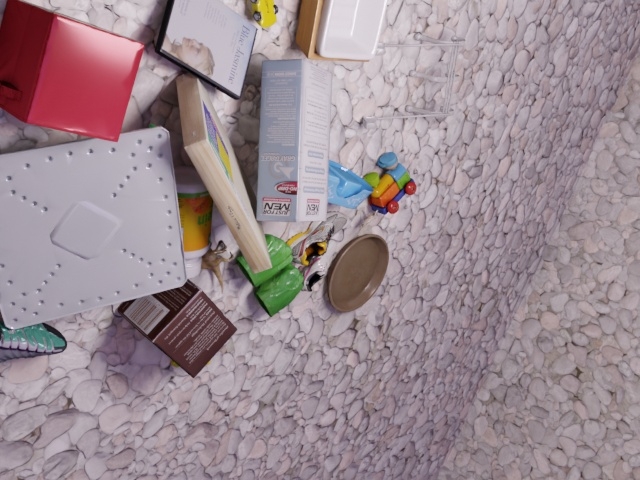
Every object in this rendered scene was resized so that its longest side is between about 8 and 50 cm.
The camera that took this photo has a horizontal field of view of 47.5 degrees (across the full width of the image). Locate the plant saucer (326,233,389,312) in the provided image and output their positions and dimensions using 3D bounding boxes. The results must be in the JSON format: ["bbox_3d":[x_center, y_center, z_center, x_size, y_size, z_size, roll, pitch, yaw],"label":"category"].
[{"bbox_3d":[0.116,0.102,2.354,0.278,0.041,0.277,-26,130,-36],"label":"plant saucer"}]

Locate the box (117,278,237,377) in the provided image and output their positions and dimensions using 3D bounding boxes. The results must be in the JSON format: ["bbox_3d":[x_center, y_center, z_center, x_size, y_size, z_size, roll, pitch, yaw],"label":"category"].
[{"bbox_3d":[-0.349,0.195,1.791,0.167,0.168,0.203,-49,141,-14],"label":"box"}]

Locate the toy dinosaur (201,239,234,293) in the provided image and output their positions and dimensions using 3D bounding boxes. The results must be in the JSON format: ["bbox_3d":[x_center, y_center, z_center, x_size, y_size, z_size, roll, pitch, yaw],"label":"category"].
[{"bbox_3d":[-0.276,0.049,1.890,0.093,0.053,0.183,-35,130,-6],"label":"toy dinosaur"}]

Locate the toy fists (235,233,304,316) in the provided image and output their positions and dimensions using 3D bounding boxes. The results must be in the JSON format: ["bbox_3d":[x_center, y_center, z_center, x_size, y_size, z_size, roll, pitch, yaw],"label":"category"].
[{"bbox_3d":[-0.134,0.088,2.027,0.142,0.096,0.279,-36,138,-14],"label":"toy fists"}]

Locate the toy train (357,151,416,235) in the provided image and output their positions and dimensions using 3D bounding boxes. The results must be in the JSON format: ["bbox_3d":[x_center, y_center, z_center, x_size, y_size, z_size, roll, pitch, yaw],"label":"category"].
[{"bbox_3d":[0.172,-0.145,2.219,0.248,0.105,0.143,-45,129,-18],"label":"toy train"}]

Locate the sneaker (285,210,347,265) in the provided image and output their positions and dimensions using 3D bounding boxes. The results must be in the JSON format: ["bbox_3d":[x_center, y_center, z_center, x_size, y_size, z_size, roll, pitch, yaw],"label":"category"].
[{"bbox_3d":[0.000,0.000,2.117,0.225,0.093,0.088,-41,138,-24],"label":"sneaker"}]

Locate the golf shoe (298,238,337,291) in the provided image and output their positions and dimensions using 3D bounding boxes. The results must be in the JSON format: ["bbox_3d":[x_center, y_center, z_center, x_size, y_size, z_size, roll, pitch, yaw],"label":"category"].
[{"bbox_3d":[-0.002,0.078,2.171,0.186,0.086,0.067,-52,140,-13],"label":"golf shoe"}]

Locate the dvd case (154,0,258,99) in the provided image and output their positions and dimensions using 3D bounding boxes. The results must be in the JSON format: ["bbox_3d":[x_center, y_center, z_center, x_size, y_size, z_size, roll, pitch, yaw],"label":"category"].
[{"bbox_3d":[-0.242,-0.438,1.584,0.253,0.022,0.180,23,76,-52],"label":"dvd case"}]

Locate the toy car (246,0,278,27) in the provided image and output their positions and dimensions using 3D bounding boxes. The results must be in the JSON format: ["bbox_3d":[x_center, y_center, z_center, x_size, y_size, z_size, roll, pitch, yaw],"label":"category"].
[{"bbox_3d":[-0.161,-0.605,1.588,0.225,0.053,0.238,1,112,-48],"label":"toy car"}]

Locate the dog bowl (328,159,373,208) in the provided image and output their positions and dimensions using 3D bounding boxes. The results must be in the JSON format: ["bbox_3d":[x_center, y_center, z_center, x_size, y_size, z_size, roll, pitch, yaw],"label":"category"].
[{"bbox_3d":[0.018,-0.163,1.988,0.297,0.166,0.074,13,115,-51],"label":"dog bowl"}]

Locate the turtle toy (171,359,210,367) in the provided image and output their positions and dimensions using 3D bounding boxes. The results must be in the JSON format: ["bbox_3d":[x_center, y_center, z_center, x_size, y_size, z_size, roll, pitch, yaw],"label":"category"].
[{"bbox_3d":[-0.338,0.299,1.945,0.130,0.095,0.066,-19,105,-41],"label":"turtle toy"}]

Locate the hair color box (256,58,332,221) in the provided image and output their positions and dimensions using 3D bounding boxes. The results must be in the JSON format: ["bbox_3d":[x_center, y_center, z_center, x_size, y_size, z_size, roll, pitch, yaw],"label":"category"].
[{"bbox_3d":[-0.060,-0.232,1.758,0.185,0.114,0.374,-5,97,-67],"label":"hair color box"}]

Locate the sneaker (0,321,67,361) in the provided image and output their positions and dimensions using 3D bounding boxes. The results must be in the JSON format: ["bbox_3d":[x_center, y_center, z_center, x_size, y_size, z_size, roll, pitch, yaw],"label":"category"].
[{"bbox_3d":[-0.662,0.225,1.559,0.224,0.083,0.098,18,120,-47],"label":"sneaker"}]

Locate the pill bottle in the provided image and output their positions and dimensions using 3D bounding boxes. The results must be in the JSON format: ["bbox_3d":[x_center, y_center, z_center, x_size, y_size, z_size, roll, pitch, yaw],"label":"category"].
[{"bbox_3d":[-0.323,-0.039,1.699,0.136,0.136,0.245,-17,125,-42],"label":"pill bottle"}]

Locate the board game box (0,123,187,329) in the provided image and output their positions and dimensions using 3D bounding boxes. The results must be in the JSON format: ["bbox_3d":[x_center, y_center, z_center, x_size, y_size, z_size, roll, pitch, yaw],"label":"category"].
[{"bbox_3d":[-0.488,-0.030,1.500,0.390,0.050,0.389,-14,124,-21],"label":"board game box"}]

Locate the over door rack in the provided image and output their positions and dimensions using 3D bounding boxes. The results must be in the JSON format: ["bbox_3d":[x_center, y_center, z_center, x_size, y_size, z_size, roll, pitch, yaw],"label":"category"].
[{"bbox_3d":[0.258,-0.469,2.113,0.324,0.108,0.239,-12,123,-26],"label":"over door rack"}]

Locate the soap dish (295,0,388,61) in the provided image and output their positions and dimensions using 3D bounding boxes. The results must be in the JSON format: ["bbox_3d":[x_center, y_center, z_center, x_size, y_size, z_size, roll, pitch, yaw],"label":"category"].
[{"bbox_3d":[0.058,-0.592,1.786,0.229,0.118,0.290,-11,121,-44],"label":"soap dish"}]

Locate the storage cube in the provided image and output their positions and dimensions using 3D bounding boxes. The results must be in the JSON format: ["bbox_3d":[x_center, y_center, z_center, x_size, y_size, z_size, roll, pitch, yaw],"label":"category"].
[{"bbox_3d":[-0.467,-0.310,1.330,0.215,0.184,0.193,6,107,-49],"label":"storage cube"}]

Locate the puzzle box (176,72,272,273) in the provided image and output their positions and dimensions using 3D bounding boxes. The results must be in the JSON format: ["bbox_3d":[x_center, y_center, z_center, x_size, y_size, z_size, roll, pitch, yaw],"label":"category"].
[{"bbox_3d":[-0.218,-0.150,1.656,0.052,0.272,0.408,-19,134,3],"label":"puzzle box"}]
